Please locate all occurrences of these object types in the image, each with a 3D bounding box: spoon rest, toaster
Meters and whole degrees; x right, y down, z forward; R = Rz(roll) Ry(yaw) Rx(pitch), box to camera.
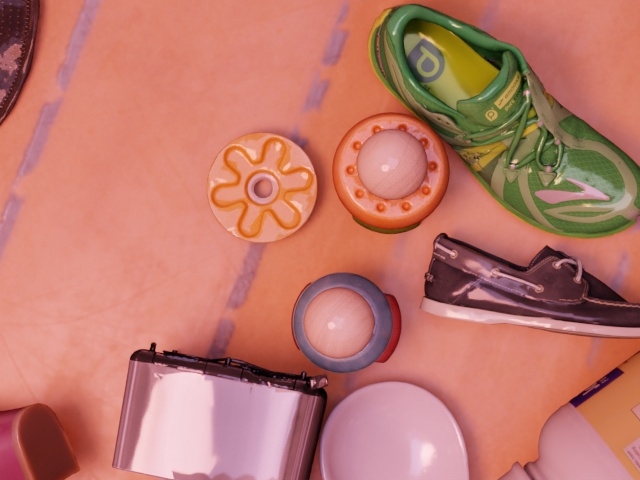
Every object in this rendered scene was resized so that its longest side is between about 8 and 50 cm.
[{"bbox_3d":[0.084,0.259,1.368,0.137,0.084,0.276,-16,89,-20],"label":"spoon rest"},{"bbox_3d":[-0.081,0.156,1.340,0.168,0.186,0.110,10,84,3],"label":"toaster"}]

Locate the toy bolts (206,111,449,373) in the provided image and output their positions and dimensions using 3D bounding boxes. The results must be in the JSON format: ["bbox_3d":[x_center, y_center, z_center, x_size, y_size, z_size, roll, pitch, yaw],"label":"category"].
[{"bbox_3d":[0.000,0.000,1.354,0.218,0.158,0.228,3,87,3],"label":"toy bolts"}]

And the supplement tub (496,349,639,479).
[{"bbox_3d":[0.333,0.189,1.287,0.331,0.241,0.241,-36,86,1],"label":"supplement tub"}]

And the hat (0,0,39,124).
[{"bbox_3d":[-0.427,-0.216,1.402,0.331,0.134,0.331,0,86,3],"label":"hat"}]

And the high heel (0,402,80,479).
[{"bbox_3d":[-0.265,0.326,1.405,0.181,0.127,0.377,-12,93,34],"label":"high heel"}]

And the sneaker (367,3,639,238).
[{"bbox_3d":[0.160,-0.102,1.367,0.295,0.123,0.109,37,89,3],"label":"sneaker"}]

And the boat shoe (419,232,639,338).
[{"bbox_3d":[0.208,0.045,1.378,0.233,0.084,0.079,9,88,7],"label":"boat shoe"}]
